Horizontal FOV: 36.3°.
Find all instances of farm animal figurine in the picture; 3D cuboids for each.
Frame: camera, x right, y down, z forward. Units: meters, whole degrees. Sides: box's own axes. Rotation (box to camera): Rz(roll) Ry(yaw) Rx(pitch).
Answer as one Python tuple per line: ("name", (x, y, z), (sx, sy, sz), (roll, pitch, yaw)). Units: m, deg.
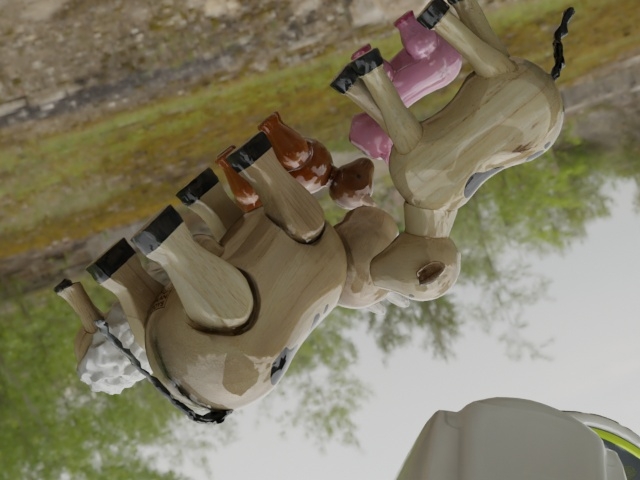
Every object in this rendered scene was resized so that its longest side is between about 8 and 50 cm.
("farm animal figurine", (0.000, 0.000, 0.669), (0.327, 0.172, 0.330), (-42, -170, -25))

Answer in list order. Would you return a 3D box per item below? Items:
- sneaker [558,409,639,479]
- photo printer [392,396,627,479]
("sneaker", (0.251, 0.238, 0.805), (0.111, 0.300, 0.121), (123, -10, -49))
("photo printer", (0.047, 0.260, 0.465), (0.107, 0.256, 0.307), (15, 135, -5))
